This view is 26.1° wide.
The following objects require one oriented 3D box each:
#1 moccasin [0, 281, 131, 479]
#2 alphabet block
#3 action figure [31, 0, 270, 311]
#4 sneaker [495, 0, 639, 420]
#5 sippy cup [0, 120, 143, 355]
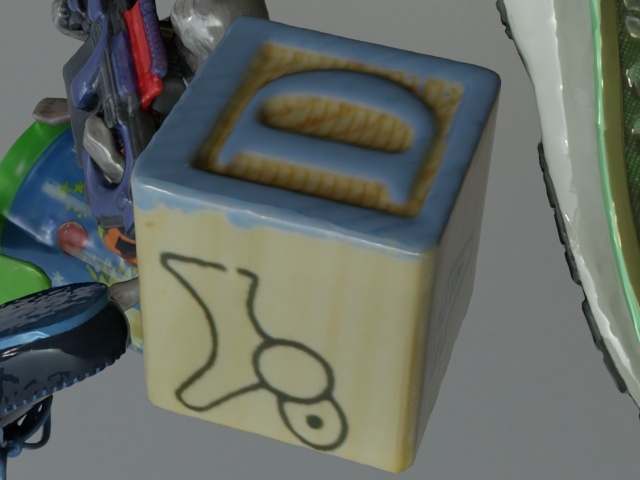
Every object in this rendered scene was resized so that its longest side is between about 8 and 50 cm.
[{"bbox_3d":[-0.259,0.123,0.979,0.137,0.342,0.117,-36,-77,-57],"label":"moccasin"},{"bbox_3d":[0.000,0.000,0.895,0.192,0.197,0.193,15,-137,13],"label":"alphabet block"},{"bbox_3d":[-0.130,-0.135,1.099,0.178,0.330,0.341,0,-110,-27],"label":"action figure"},{"bbox_3d":[0.196,-0.061,0.658,0.182,0.410,0.158,-15,-170,14],"label":"sneaker"},{"bbox_3d":[-0.174,0.006,1.343,0.224,0.240,0.305,29,-117,27],"label":"sippy cup"}]
